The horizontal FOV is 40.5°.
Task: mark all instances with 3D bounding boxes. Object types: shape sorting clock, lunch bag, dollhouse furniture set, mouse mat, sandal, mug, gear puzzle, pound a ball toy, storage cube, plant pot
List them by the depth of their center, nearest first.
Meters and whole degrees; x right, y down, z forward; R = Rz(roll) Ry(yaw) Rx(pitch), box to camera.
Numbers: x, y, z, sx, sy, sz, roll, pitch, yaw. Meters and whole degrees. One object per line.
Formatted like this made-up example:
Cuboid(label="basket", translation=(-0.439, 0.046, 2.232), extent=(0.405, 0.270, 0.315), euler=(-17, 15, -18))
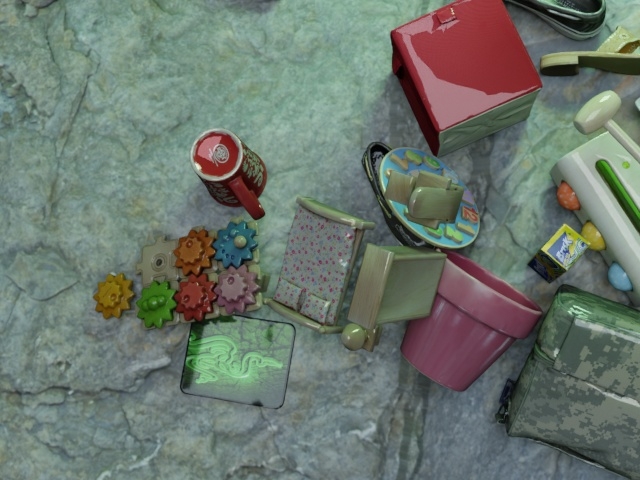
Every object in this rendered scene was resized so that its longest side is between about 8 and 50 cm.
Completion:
Cuboid(label="lunch bag", translation=(0.457, 0.238, 1.359), extent=(0.305, 0.212, 0.256), euler=(21, 101, 12))
Cuboid(label="dollhouse furniture set", translation=(0.000, 0.000, 1.361), extent=(0.356, 0.174, 0.303), euler=(22, 102, 33))
Cuboid(label="pound a ball toy", translation=(0.479, -0.056, 1.403), extent=(0.136, 0.208, 0.319), euler=(-30, 80, 0))
Cuboid(label="plant pot", translation=(0.230, 0.137, 1.418), extent=(0.201, 0.201, 0.180), euler=(32, 102, 10))
Cuboid(label="shape sorting clock", translation=(0.186, -0.075, 1.458), extent=(0.040, 0.206, 0.206), euler=(-42, 76, 40))
Cuboid(label="storage cube", translation=(0.245, -0.280, 1.475), extent=(0.215, 0.183, 0.193), euler=(-23, 80, 2))
Cuboid(label="mug", translation=(-0.146, -0.120, 1.498), extent=(0.150, 0.169, 0.113), euler=(29, 84, 10))
Cuboid(label="gear puzzle", translation=(-0.260, 0.062, 1.505), extent=(0.339, 0.044, 0.175), euler=(-12, 69, 21))
Cuboid(label="sandal", translation=(0.505, -0.336, 1.508), extent=(0.240, 0.088, 0.079), euler=(1, 81, 12))
Cuboid(label="mouse mat", translation=(-0.146, 0.208, 1.529), extent=(0.190, 0.007, 0.152), euler=(8, 82, 8))

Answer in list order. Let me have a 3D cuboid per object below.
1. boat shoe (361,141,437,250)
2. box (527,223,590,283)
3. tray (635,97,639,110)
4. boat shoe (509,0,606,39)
Cuboid(label="boat shoe", translation=(0.140, -0.068, 1.510), extent=(0.081, 0.068, 0.227), euler=(-30, 79, 1))
Cuboid(label="box", translation=(0.386, 0.024, 1.419), extent=(0.054, 0.169, 0.059), euler=(42, 87, 11))
Cuboid(label="tray", translation=(0.667, -0.162, 1.468), extent=(0.145, 0.030, 0.270), euler=(-32, 78, -2))
Cuboid(label="boat shoe", translation=(0.362, -0.479, 1.527), extent=(0.335, 0.119, 0.121), euler=(31, 85, 10))
